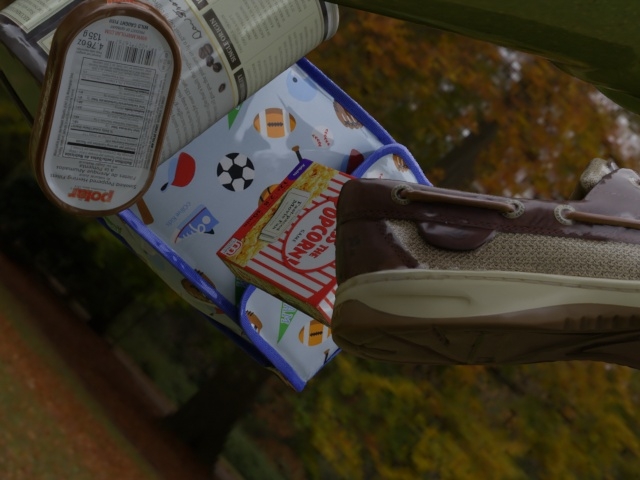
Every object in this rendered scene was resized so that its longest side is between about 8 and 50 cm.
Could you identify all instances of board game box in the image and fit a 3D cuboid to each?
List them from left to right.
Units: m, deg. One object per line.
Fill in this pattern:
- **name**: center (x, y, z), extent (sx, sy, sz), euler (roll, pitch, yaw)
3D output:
- **board game box**: center (0.000, 0.000, 1.346), extent (0.193, 0.147, 0.045), euler (24, -22, 51)

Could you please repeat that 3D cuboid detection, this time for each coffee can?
- **coffee can**: center (-0.149, -0.194, 1.225), extent (0.201, 0.275, 0.201), euler (47, -15, 17)

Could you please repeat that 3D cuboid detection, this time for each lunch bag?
- **lunch bag**: center (-0.062, -0.043, 1.687), extent (0.385, 0.328, 0.239), euler (44, -11, -10)

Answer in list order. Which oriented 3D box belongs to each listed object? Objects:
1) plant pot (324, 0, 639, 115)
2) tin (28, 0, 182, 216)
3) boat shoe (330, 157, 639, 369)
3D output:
- **plant pot**: center (0.075, -0.195, 0.566), extent (0.254, 0.276, 0.276), euler (1, 15, -26)
- **tin**: center (-0.177, -0.108, 1.076), extent (0.106, 0.190, 0.040), euler (9, 23, -19)
- **boat shoe**: center (0.175, 0.006, 0.776), extent (0.123, 0.342, 0.123), euler (101, -12, -69)
